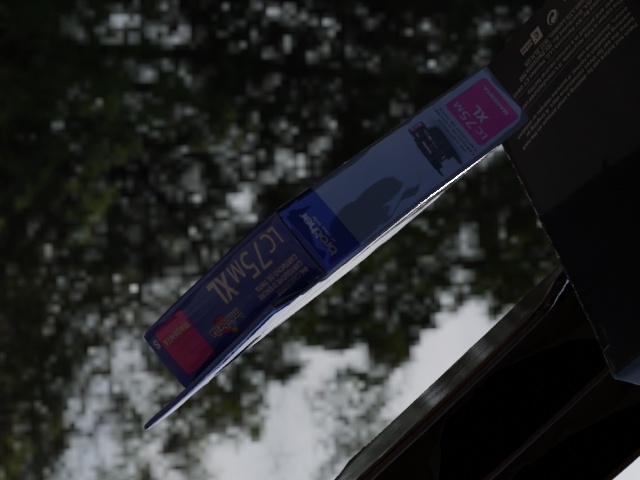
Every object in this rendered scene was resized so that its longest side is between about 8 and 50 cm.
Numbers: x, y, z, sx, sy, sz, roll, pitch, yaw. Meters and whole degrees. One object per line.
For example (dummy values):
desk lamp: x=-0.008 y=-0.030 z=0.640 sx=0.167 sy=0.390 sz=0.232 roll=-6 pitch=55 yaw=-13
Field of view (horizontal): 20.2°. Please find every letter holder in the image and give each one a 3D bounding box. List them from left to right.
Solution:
letter holder: x=0.141 y=0.174 z=1.441 sx=0.302 sy=0.152 sz=0.214 roll=-46 pitch=176 yaw=23

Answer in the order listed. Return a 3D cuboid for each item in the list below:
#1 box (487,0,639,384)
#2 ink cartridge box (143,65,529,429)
box: x=0.341 y=-0.033 z=1.423 sx=0.179 sy=0.343 sz=0.312 roll=-48 pitch=-135 yaw=31
ink cartridge box: x=0.000 y=0.000 z=1.247 sx=0.065 sy=0.311 sz=0.186 roll=49 pitch=-44 yaw=1
